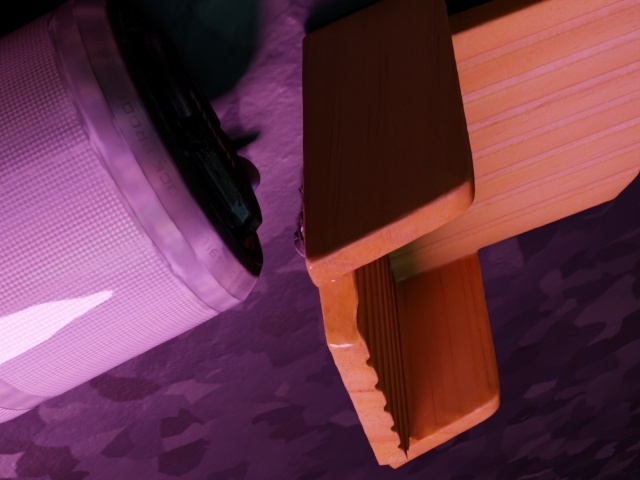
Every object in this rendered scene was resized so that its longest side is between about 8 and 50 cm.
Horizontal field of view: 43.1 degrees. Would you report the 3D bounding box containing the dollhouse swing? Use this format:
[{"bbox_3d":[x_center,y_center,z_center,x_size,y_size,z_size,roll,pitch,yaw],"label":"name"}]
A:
[{"bbox_3d":[0.170,-0.015,0.688,0.304,0.315,0.347,-8,142,8],"label":"dollhouse swing"}]

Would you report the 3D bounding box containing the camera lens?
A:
[{"bbox_3d":[-0.191,-0.011,0.533,0.274,0.219,0.219,-27,142,3],"label":"camera lens"}]

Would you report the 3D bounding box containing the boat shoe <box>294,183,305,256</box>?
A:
[{"bbox_3d":[0.000,0.000,0.780,0.049,0.056,0.152,-28,142,-5],"label":"boat shoe"}]

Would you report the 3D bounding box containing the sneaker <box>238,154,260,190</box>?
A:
[{"bbox_3d":[-0.118,-0.031,0.687,0.144,0.053,0.059,-17,141,3],"label":"sneaker"}]
